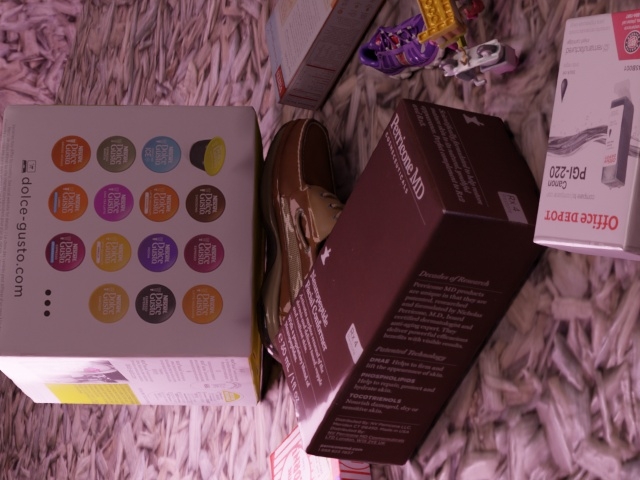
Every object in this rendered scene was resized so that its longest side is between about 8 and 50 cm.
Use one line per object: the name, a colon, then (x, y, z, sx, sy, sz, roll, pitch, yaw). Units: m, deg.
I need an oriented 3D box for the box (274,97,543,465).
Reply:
box: (0.091, 0.055, 1.764, 0.381, 0.143, 0.191, -61, 30, 34)

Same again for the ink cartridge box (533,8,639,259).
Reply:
ink cartridge box: (0.281, -0.092, 1.443, 0.158, 0.092, 0.218, -173, 90, -67)

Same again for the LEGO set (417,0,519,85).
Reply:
LEGO set: (0.171, -0.302, 1.803, 0.132, 0.107, 0.287, -5, 69, 30)

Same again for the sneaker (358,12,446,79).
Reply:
sneaker: (0.099, -0.236, 1.928, 0.170, 0.071, 0.068, -29, 56, 60)

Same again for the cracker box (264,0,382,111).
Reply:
cracker box: (0.003, -0.311, 2.177, 0.232, 0.067, 0.155, -56, 33, 43)

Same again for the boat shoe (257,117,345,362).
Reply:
boat shoe: (0.000, 0.000, 2.040, 0.120, 0.122, 0.324, -11, 69, 32)

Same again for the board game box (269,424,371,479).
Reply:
board game box: (-0.001, 0.295, 1.996, 0.193, 0.045, 0.146, 127, 144, -47)

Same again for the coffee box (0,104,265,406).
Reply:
coffee box: (-0.242, 0.030, 2.159, 0.338, 0.334, 0.337, 89, -179, -73)
